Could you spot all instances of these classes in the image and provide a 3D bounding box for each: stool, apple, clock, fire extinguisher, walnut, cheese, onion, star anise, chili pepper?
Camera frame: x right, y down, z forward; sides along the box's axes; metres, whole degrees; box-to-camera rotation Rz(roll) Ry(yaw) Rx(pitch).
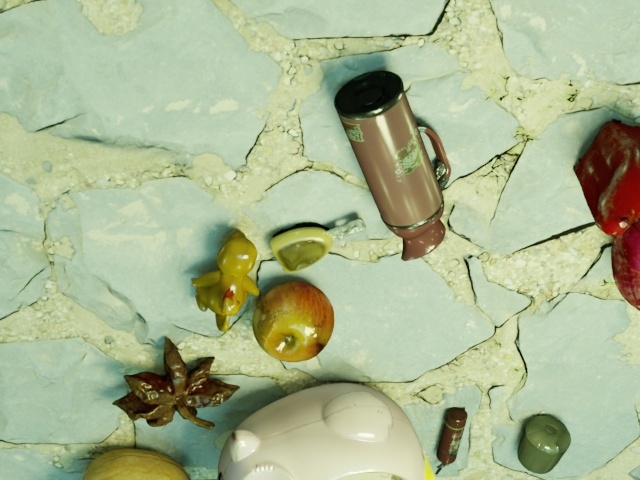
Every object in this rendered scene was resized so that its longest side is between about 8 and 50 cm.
[{"bbox_3d":[0.452,0.417,2.186,0.096,0.096,0.110,3,132,-12],"label":"stool"},{"bbox_3d":[-0.045,0.145,1.863,0.146,0.146,0.146,-5,128,-6],"label":"apple"},{"bbox_3d":[-0.010,0.425,2.013,0.376,0.250,0.368,1,128,-19],"label":"clock"},{"bbox_3d":[0.264,0.405,2.175,0.064,0.043,0.158,-33,143,-41],"label":"fire extinguisher"},{"bbox_3d":[-0.352,0.494,2.052,0.225,0.193,0.193,18,122,-19],"label":"walnut"},{"bbox_3d":[0.000,0.000,1.817,0.162,0.036,0.086,-22,129,8],"label":"cheese"},{"bbox_3d":[0.625,0.024,1.848,0.246,0.190,0.246,3,114,8],"label":"onion"},{"bbox_3d":[-0.270,0.277,1.950,0.212,0.111,0.196,-19,122,14],"label":"star anise"},{"bbox_3d":[0.480,-0.092,1.701,0.144,0.253,0.136,-25,110,19],"label":"chili pepper"}]

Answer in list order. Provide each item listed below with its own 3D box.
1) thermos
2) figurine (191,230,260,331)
[{"bbox_3d":[0.131,-0.115,1.718,0.109,0.136,0.330,-2,134,27],"label":"thermos"},{"bbox_3d":[-0.151,0.073,1.793,0.121,0.122,0.176,10,126,-14],"label":"figurine"}]
